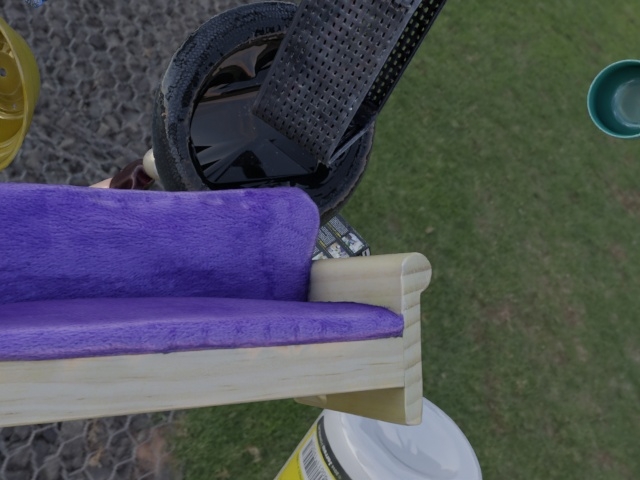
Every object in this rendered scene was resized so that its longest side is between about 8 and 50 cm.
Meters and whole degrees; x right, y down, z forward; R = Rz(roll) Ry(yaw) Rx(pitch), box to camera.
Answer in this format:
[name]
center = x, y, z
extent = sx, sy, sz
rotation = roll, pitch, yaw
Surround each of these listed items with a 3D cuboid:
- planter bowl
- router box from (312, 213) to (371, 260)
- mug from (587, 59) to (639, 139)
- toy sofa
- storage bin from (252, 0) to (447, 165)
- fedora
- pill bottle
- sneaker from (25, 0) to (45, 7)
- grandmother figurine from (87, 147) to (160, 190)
[planter bowl]
center = -0.388, -0.185, 0.918
extent = 0.217, 0.217, 0.090
rotation = 50, 30, 0
[router box]
center = 0.000, 0.000, 1.703
extent = 0.133, 0.046, 0.179
rotation = -34, 60, -12
[mug]
center = 0.535, -0.225, 1.354
extent = 0.158, 0.129, 0.097
rotation = 43, 24, 23
[toy sofa]
center = -0.114, 0.039, 0.506
extent = 0.363, 0.150, 0.177
rotation = 1, 86, -33
[storage bin]
center = 0.030, -0.169, 0.690
extent = 0.084, 0.180, 0.122
rotation = 36, 37, 5
[fedora]
center = -0.089, -0.152, 1.040
extent = 0.334, 0.153, 0.333
rotation = -14, 112, -37
[pill bottle]
center = 0.018, 0.333, 0.918
extent = 0.188, 0.334, 0.188
rotation = 26, 25, -13
[sneaker]
center = -0.612, -0.539, 1.744
extent = 0.058, 0.052, 0.135
rotation = 45, 25, -32
[grandmother figurine]
center = -0.419, -0.108, 1.691
extent = 0.104, 0.342, 0.207
rotation = 48, 24, -37
